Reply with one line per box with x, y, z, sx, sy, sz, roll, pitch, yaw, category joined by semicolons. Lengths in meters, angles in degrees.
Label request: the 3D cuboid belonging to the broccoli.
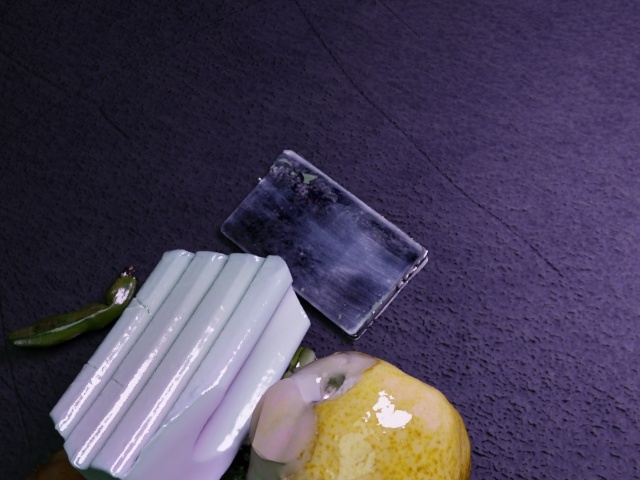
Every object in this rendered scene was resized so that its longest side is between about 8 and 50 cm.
-0.066;0.222;1.419;0.122;0.118;0.204;17;56;37;broccoli

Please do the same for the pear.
0.042;0.262;1.290;0.271;0.271;0.271;-4;69;10;pear

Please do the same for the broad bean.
-0.329;0.106;1.534;0.195;0.046;0.061;-32;55;-7;broad bean

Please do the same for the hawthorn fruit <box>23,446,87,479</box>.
-0.287;0.332;1.391;0.189;0.149;0.149;27;77;20;hawthorn fruit

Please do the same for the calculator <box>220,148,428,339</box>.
0.000;0.000;1.521;0.261;0.021;0.161;39;82;22;calculator

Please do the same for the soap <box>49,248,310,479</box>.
-0.169;0.167;1.351;0.208;0.115;0.347;2;44;32;soap
